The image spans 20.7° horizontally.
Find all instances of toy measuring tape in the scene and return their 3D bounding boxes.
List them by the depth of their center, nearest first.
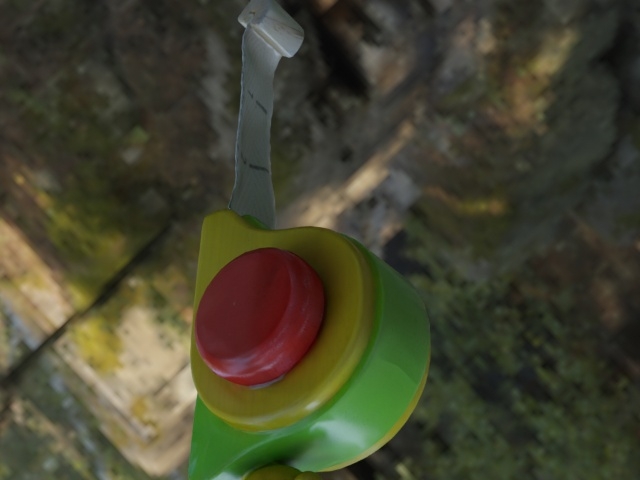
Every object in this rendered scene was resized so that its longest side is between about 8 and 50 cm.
[{"bbox_3d":[0.000,0.000,0.899,0.121,0.121,0.330,46,-140,-48],"label":"toy measuring tape"}]
